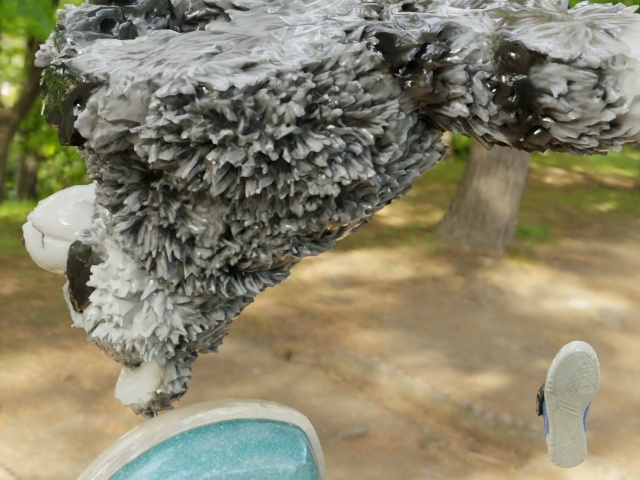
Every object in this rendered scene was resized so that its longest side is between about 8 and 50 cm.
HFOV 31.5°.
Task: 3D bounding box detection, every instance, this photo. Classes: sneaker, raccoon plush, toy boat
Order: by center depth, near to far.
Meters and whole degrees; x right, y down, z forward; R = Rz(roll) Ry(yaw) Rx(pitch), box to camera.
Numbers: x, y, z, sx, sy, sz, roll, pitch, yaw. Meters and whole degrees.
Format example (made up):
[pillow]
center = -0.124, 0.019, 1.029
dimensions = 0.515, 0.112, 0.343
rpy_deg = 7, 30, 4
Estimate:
[raccoon plush]
center = 0.000, 0.000, 0.733
dimensions = 0.446, 0.299, 0.216
rpy_deg = 15, 40, 25
[toy boat]
center = -0.050, 0.261, 0.800
dimensions = 0.318, 0.267, 0.148
rpy_deg = 39, -3, -29
[sneaker]
center = 0.259, 0.155, 1.196
dimensions = 0.058, 0.152, 0.084
rpy_deg = -3, 29, 4
